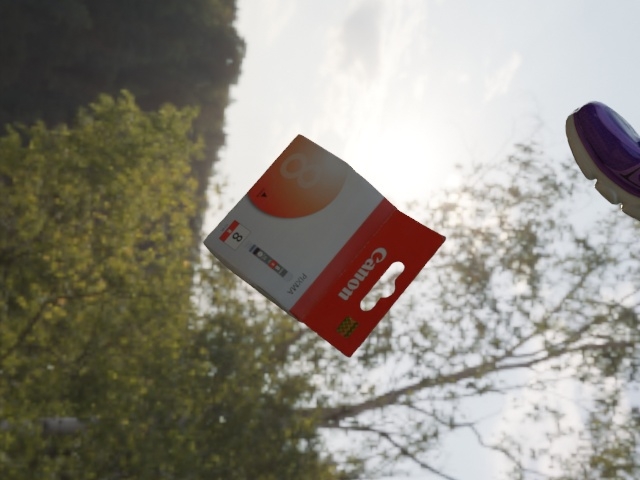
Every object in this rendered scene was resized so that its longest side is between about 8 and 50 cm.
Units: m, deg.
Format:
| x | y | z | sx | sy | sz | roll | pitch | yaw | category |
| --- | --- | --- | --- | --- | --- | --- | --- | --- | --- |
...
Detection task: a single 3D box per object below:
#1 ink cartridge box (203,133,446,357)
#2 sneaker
| x | y | z | sx | sy | sz | roll | pitch | yaw | category |
| --- | --- | --- | --- | --- | --- | --- | --- | --- | --- |
| 0.000 | 0.000 | 0.793 | 0.179 | 0.145 | 0.045 | 34 | -12 | 33 | ink cartridge box |
| 0.228 | -0.039 | 0.521 | 0.068 | 0.170 | 0.071 | -31 | 152 | -51 | sneaker |
